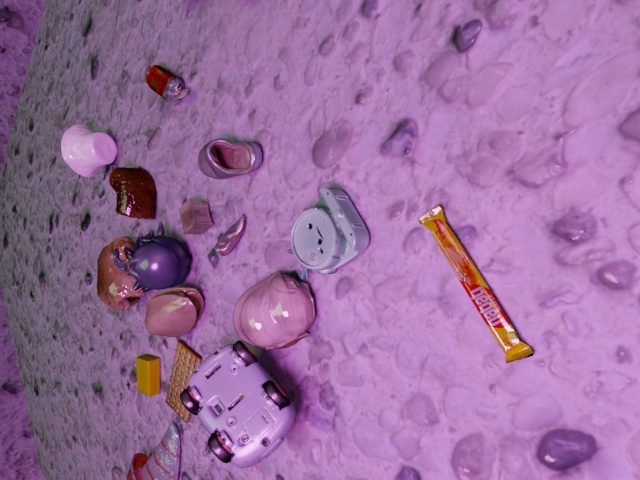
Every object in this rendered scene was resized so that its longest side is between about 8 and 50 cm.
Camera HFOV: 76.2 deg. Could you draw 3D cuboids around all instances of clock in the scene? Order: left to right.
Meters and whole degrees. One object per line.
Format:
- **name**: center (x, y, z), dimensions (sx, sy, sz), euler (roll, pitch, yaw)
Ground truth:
- **clock**: center (0.000, 0.000, 0.896), dimensions (0.211, 0.066, 0.159), euler (-45, 62, 32)

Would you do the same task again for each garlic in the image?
- **garlic**: center (-0.131, 0.173, 0.960), dimensions (0.229, 0.143, 0.177), euler (-38, 68, 43)

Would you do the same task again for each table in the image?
- **table**: center (-0.367, -0.070, 1.206), dimensions (0.079, 0.062, 0.083), euler (-30, 71, 36)

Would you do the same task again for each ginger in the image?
- **ginger**: center (-0.704, 0.106, 1.452), dimensions (0.276, 0.130, 0.221), euler (41, 106, 27)

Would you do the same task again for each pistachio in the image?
- **pistachio**: center (-0.446, 0.215, 1.237), dimensions (0.223, 0.126, 0.152), euler (-38, 100, 29)

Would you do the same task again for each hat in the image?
- **hat**: center (-0.881, -0.355, 1.589), dimensions (0.126, 0.203, 0.203), euler (-2, 88, 25)

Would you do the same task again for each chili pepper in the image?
- **chili pepper**: center (-0.246, -0.007, 1.120), dimensions (0.050, 0.041, 0.153), euler (43, 101, 10)

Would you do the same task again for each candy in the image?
- **candy**: center (-0.505, -0.508, 1.328), dimensions (0.292, 0.059, 0.086), euler (40, 111, 32)

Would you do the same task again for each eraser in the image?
- **eraser**: center (-0.593, 0.463, 1.407), dimensions (0.097, 0.045, 0.122), euler (-3, 89, 41)

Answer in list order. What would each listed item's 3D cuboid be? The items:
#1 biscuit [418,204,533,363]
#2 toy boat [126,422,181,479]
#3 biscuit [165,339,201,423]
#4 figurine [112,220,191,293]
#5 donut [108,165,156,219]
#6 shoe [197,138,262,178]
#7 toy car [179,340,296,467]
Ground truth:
- **biscuit**: center (0.260, 0.069, 0.702), dimensions (0.048, 0.026, 0.291), euler (-32, 69, 15)
- **toy boat**: center (-0.517, 0.730, 1.333), dimensions (0.206, 0.096, 0.282), euler (39, 101, 27)
- **biscuit**: center (-0.435, 0.442, 1.292), dimensions (0.139, 0.016, 0.231), euler (22, 104, 38)
- **figurine**: center (-0.525, 0.066, 1.281), dimensions (0.265, 0.197, 0.175), euler (-8, 120, 37)
- **donut**: center (-0.644, -0.170, 1.409), dimensions (0.144, 0.126, 0.186), euler (7, 94, 33)
- **shoe**: center (-0.268, -0.223, 1.102), dimensions (0.251, 0.100, 0.103), euler (3, 92, 38)
- **toy car**: center (-0.173, 0.383, 0.954), dimensions (0.180, 0.212, 0.270), euler (-42, 59, -12)
